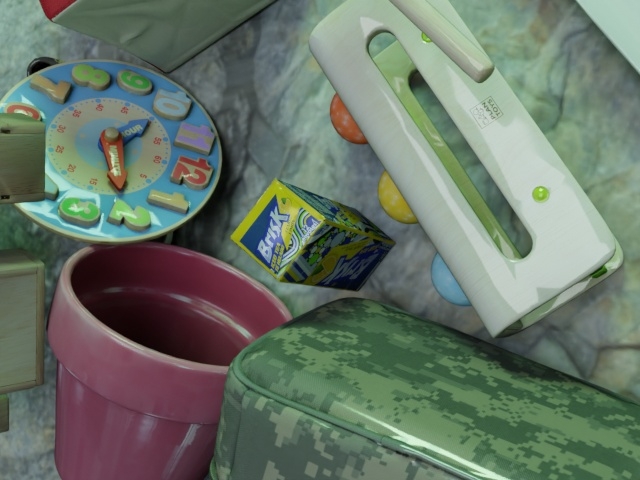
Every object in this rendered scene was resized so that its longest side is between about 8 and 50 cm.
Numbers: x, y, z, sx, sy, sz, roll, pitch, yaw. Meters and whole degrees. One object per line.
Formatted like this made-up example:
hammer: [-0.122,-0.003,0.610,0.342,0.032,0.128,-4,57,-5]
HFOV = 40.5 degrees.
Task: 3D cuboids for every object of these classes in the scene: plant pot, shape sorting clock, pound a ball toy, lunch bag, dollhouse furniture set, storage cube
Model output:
plant pot: [-0.140,0.124,0.739,0.201,0.201,0.180,31,113,22]
shape sorting clock: [-0.190,-0.086,0.780,0.206,0.206,0.040,56,146,17]
pound a ball toy: [0.077,-0.085,0.648,0.136,0.208,0.319,-36,74,15]
lunch bag: [0.070,0.212,0.625,0.305,0.212,0.256,19,109,25]
dollhouse furniture set: [-0.388,0.008,0.742,0.355,0.174,0.303,25,114,46]
storage cube: [-0.148,-0.296,0.772,0.215,0.184,0.193,-28,76,18]

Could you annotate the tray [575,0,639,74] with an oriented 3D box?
tray: [0.266,-0.209,0.654,0.145,0.030,0.270,-37,71,13]

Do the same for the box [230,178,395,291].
box: [0.000,0.000,0.693,0.054,0.169,0.059,41,100,21]

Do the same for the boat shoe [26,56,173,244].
boat shoe: [-0.220,-0.080,0.844,0.081,0.069,0.227,-35,73,16]
